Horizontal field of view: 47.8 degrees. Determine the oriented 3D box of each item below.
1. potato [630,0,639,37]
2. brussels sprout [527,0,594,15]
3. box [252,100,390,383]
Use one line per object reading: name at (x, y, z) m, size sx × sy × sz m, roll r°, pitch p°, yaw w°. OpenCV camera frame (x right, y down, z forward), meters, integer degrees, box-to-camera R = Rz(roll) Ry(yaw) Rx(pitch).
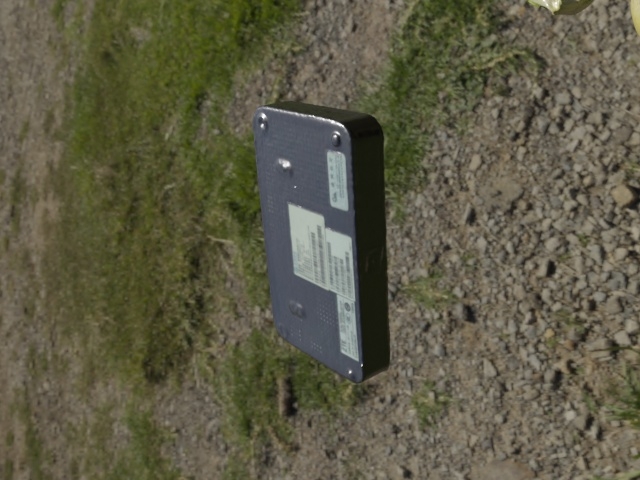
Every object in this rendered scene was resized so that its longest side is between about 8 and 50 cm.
potato at (0.473, -0.240, 0.782) m, size 0.141 × 0.296 × 0.192 m, roll 100°, pitch 150°, yaw -42°
brussels sprout at (0.291, -0.352, 0.894) m, size 0.139 × 0.100 × 0.181 m, roll -12°, pitch 76°, yaw 18°
box at (0.000, 0.000, 0.948) m, size 0.211 × 0.058 × 0.350 m, roll 20°, pitch 122°, yaw 48°
